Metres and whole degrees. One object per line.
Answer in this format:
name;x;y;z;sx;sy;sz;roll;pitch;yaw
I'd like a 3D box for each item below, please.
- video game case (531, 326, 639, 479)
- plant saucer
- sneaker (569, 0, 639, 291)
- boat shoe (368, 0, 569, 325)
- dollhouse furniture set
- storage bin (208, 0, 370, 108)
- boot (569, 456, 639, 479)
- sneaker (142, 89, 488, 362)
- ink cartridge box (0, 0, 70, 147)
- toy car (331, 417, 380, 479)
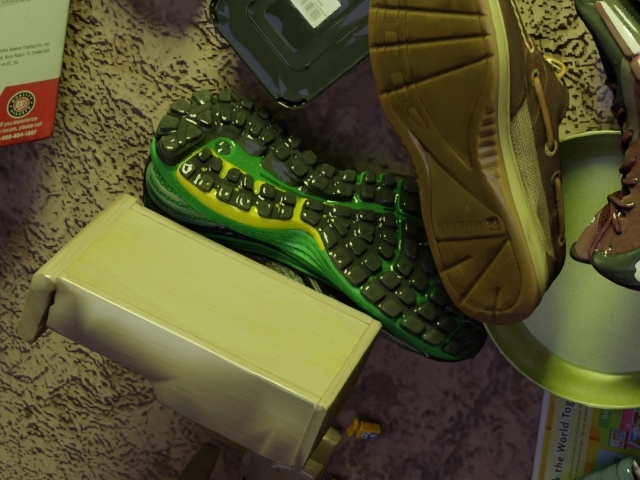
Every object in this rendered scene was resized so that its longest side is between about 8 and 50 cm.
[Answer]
video game case;0.295;0.196;1.596;0.206;0.026;0.227;11;114;14
plant saucer;0.249;0.023;1.523;0.241;0.037;0.241;3;102;15
sneaker;0.246;-0.060;1.433;0.162;0.106;0.281;-34;89;21
boat shoe;0.136;-0.108;1.439;0.123;0.123;0.342;-3;111;40
dollhouse furniture set;-0.149;0.204;1.545;0.256;0.362;0.394;26;119;7
storage bin;0.011;-0.211;1.500;0.180;0.084;0.122;-37;96;25
boot;0.285;0.286;1.580;0.086;0.069;0.190;-29;98;29
sneaker;0.000;0.000;1.581;0.343;0.134;0.146;33;147;-2
ink cartridge box;-0.320;-0.218;1.530;0.114;0.197;0.273;30;120;34
toy car;0.034;0.229;1.680;0.040;0.060;0.122;10;125;-20
